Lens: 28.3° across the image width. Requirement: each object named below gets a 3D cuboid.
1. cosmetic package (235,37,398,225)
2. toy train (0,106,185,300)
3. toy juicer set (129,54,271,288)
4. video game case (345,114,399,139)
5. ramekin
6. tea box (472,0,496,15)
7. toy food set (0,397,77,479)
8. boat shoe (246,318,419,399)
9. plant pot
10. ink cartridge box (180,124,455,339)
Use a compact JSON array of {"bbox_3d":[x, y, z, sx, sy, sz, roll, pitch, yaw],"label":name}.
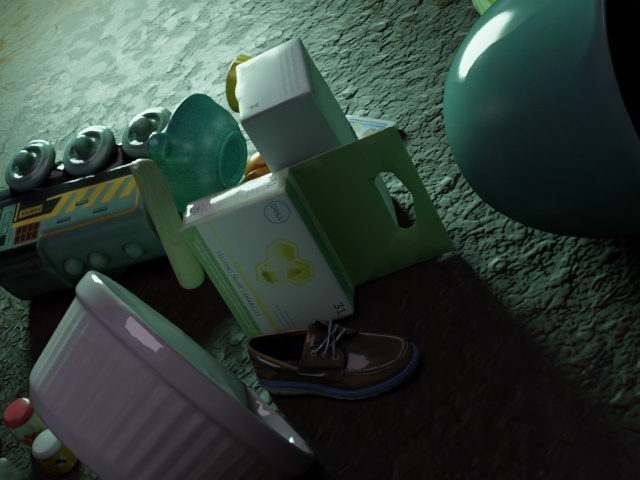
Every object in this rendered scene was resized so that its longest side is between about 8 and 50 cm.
[{"bbox_3d":[-0.001,-0.087,1.349,0.086,0.231,0.117,-23,38,10],"label":"cosmetic package"},{"bbox_3d":[-0.272,-0.041,1.586,0.334,0.142,0.190,-13,53,21],"label":"toy train"},{"bbox_3d":[-0.132,-0.062,1.419,0.090,0.209,0.329,10,31,23],"label":"toy juicer set"},{"bbox_3d":[0.029,-0.103,1.530,0.087,0.011,0.122,14,57,45],"label":"video game case"},{"bbox_3d":[-0.145,0.160,1.165,0.127,0.273,0.273,-51,39,-4],"label":"ramekin"},{"bbox_3d":[0.332,-0.363,1.431,0.329,0.220,0.323,-31,36,3],"label":"tea box"},{"bbox_3d":[-0.387,0.228,1.378,0.232,0.104,0.111,-22,38,14],"label":"toy food set"},{"bbox_3d":[0.006,0.116,1.254,0.183,0.066,0.066,-10,43,27],"label":"boat shoe"},{"bbox_3d":[0.259,-0.134,1.188,0.235,0.293,0.293,-15,38,47],"label":"plant pot"},{"bbox_3d":[0.000,0.000,1.301,0.235,0.171,0.056,-19,32,17],"label":"ink cartridge box"}]
